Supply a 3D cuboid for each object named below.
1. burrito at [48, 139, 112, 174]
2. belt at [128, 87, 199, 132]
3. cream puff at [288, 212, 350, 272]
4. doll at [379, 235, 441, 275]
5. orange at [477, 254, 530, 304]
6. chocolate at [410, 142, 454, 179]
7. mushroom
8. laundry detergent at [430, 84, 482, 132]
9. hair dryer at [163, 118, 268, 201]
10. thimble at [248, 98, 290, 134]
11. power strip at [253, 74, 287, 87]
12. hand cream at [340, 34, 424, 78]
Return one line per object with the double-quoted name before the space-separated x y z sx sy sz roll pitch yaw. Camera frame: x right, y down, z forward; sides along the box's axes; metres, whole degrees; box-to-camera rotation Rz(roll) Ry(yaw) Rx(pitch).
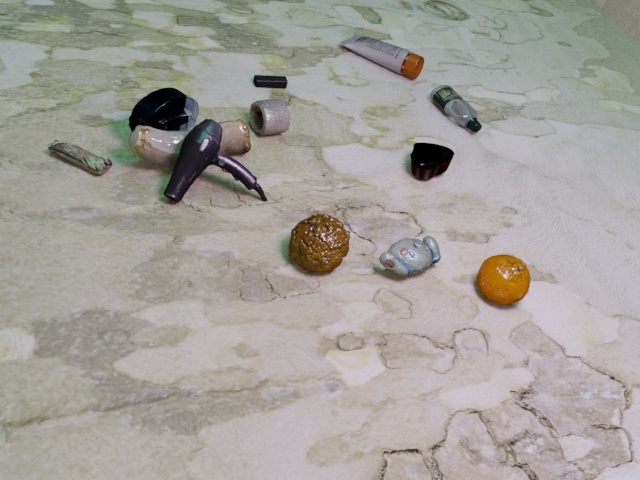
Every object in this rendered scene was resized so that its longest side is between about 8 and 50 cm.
"burrito" -0.616 -0.214 1.709 0.171 0.042 0.051 27 45 4
"belt" -0.419 -0.331 1.823 0.078 0.151 0.198 33 51 24
"cream puff" 0.000 0.000 1.647 0.150 0.115 0.165 7 44 -7
"doll" 0.235 0.040 1.726 0.214 0.071 0.103 -15 59 -41
"orange" 0.472 0.095 1.717 0.136 0.117 0.135 15 37 -12
"chocolate" 0.322 -0.237 2.049 0.149 0.080 0.125 -28 47 -31
"mushroom" -0.342 -0.263 1.798 0.351 0.122 0.095 -11 38 -37
"laundry detergent" 0.484 -0.455 2.346 0.099 0.070 0.225 -6 48 -36
"hair dryer" -0.250 -0.159 1.731 0.272 0.091 0.235 30 77 -16
"thimble" -0.154 -0.368 1.997 0.090 0.102 0.115 -12 21 -30
"power strip" -0.164 -0.524 2.211 0.111 0.029 0.037 -2 46 -19
"hand cream" 0.231 -0.702 2.505 0.314 0.089 0.140 32 42 21
